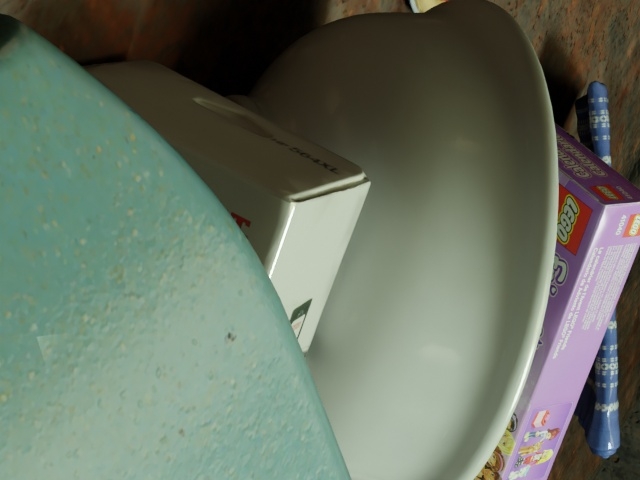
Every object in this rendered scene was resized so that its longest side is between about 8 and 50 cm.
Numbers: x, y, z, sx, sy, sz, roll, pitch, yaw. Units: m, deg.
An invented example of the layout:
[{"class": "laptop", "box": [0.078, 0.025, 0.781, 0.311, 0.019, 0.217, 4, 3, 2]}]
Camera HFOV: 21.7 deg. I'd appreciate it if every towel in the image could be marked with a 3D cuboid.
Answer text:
[{"class": "towel", "box": [0.256, 0.024, 1.579, 0.243, 0.040, 0.336, -15, 103, -82]}]

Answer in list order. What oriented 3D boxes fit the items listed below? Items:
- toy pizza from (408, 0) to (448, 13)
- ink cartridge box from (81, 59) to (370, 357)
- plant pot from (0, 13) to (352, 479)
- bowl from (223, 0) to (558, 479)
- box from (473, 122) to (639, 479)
[{"class": "toy pizza", "box": [0.119, -0.240, 1.151, 0.201, 0.032, 0.201, -51, 158, -30]}, {"class": "ink cartridge box", "box": [-0.085, 0.033, 0.809, 0.086, 0.148, 0.203, -19, 132, -61]}, {"class": "plant pot", "box": [-0.159, 0.057, 0.536, 0.248, 0.247, 0.252, -46, 138, -40]}, {"class": "bowl", "box": [0.000, 0.000, 0.918, 0.298, 0.134, 0.298, -170, -90, -69]}, {"class": "box", "box": [0.132, 0.044, 1.306, 0.057, 0.201, 0.293, -5, 124, -35]}]
